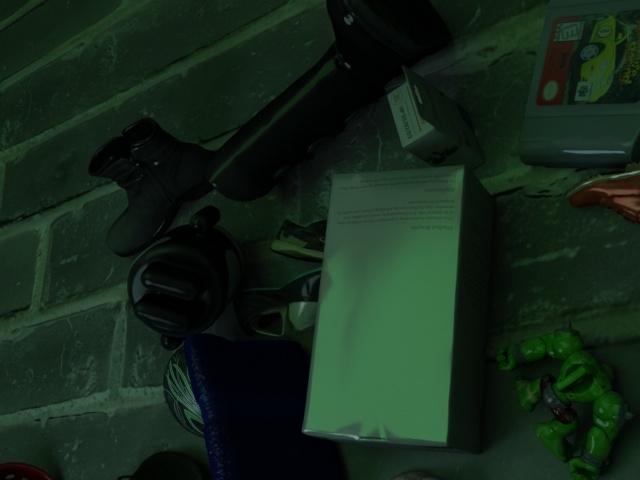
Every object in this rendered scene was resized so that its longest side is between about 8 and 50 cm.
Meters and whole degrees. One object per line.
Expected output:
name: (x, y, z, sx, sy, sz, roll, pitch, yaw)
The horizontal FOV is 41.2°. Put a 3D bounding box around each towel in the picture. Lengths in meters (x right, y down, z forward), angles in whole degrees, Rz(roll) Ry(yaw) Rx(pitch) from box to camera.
towel: (-0.088, 0.290, 1.298, 0.076, 0.227, 0.308, -48, 48, 35)

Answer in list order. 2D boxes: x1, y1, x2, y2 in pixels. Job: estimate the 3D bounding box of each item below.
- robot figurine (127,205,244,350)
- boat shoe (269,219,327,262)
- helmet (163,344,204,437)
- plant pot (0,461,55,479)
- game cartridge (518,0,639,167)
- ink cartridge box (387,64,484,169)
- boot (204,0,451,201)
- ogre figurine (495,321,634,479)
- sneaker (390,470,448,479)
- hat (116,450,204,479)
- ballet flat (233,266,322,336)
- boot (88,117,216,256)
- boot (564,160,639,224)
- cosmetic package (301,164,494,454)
robot figurine: (-0.228, 0.065, 1.486, 0.209, 0.278, 0.173, -34, 98, 14)
boat shoe: (0.000, 0.000, 1.429, 0.223, 0.080, 0.073, 6, 83, 48)
helmet: (-0.182, 0.251, 1.435, 0.169, 0.161, 0.169, -17, 63, 36)
plant pot: (-0.624, 0.569, 1.694, 0.174, 0.191, 0.191, -54, 47, 23)
game cartridge: (0.397, -0.245, 1.191, 0.196, 0.060, 0.294, 6, 78, 39)
ink cartridge box: (0.164, -0.175, 1.279, 0.061, 0.181, 0.104, -32, 55, 29)
boot: (-0.029, -0.230, 1.365, 0.445, 0.367, 0.146, -33, 80, 24)
ogre figurine: (0.311, 0.194, 1.066, 0.118, 0.097, 0.197, -49, 36, 31)
sneaker: (0.135, 0.347, 1.179, 0.134, 0.070, 0.051, -4, 73, 42)
hat: (-0.346, 0.489, 1.460, 0.331, 0.134, 0.331, -37, 35, 31)
ballet flat: (-0.041, 0.110, 1.424, 0.280, 0.095, 0.096, -19, 71, 47)
boot: (-0.380, -0.111, 1.711, 0.338, 0.222, 0.118, -41, 51, 22)
boot: (0.393, -0.053, 1.116, 0.158, 0.059, 0.085, -16, 89, 52)
cosmetic package: (0.118, 0.099, 1.207, 0.217, 0.156, 0.385, 0, 74, 28)
